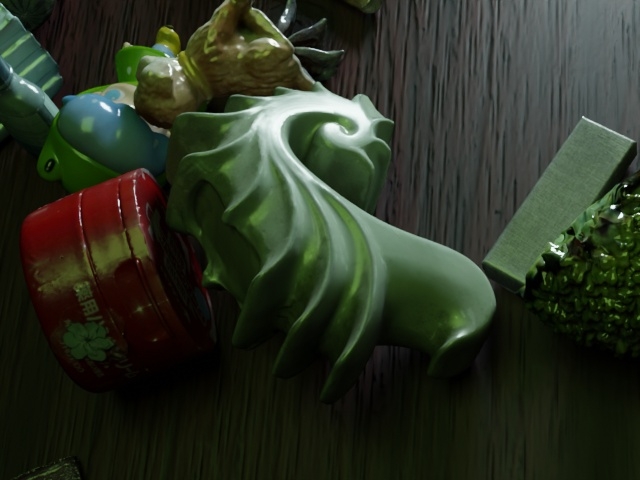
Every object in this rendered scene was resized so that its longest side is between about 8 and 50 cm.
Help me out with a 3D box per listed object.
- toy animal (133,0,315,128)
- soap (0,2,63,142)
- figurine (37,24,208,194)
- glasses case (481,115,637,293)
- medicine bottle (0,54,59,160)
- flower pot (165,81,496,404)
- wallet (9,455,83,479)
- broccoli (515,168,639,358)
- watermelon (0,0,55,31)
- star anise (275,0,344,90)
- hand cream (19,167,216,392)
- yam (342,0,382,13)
[{"bbox_3d":[-0.109,-0.170,1.705,0.185,0.104,0.184,-39,87,-17],"label":"toy animal"},{"bbox_3d":[-0.463,-0.174,1.880,0.261,0.150,0.094,-42,53,-5],"label":"soap"},{"bbox_3d":[-0.225,-0.145,1.791,0.162,0.143,0.263,34,56,-3],"label":"figurine"},{"bbox_3d":[0.260,-0.033,1.613,0.071,0.047,0.205,30,76,25],"label":"glasses case"},{"bbox_3d":[-0.360,-0.161,1.801,0.090,0.208,0.054,22,70,27],"label":"medicine bottle"},{"bbox_3d":[0.000,0.000,1.584,0.254,0.164,0.367,-14,57,-26],"label":"flower pot"},{"bbox_3d":[-0.296,0.324,1.629,0.111,0.030,0.166,-27,57,5],"label":"wallet"},{"bbox_3d":[0.344,0.022,1.466,0.273,0.242,0.180,-41,80,3],"label":"broccoli"},{"bbox_3d":[-0.407,-0.335,1.969,0.105,0.105,0.133,-29,58,3],"label":"watermelon"},{"bbox_3d":[-0.063,-0.210,1.807,0.204,0.061,0.180,29,64,24],"label":"star anise"},{"bbox_3d":[-0.221,0.046,1.638,0.149,0.230,0.230,-19,59,9],"label":"hand cream"},{"bbox_3d":[0.015,-0.320,1.858,0.145,0.032,0.032,34,78,31],"label":"yam"}]
